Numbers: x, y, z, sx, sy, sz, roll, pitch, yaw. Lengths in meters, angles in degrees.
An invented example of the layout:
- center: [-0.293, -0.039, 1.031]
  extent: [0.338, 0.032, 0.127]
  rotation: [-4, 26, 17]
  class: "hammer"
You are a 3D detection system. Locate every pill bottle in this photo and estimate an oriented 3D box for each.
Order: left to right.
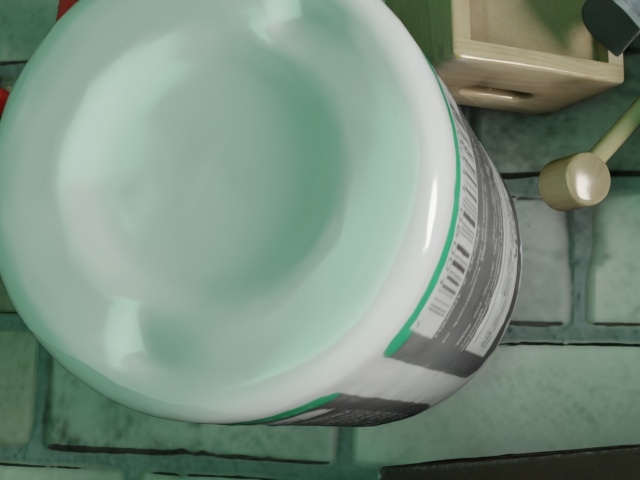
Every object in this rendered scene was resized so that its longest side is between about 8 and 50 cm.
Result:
- center: [0.000, 0.000, 0.621]
  extent: [0.204, 0.361, 0.204]
  rotation: [-3, 80, 15]
  class: "pill bottle"

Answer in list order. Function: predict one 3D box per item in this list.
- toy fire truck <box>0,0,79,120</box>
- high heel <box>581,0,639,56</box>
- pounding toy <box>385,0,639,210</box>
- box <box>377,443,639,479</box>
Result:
- center: [-0.228, -0.091, 0.869]
  extent: [0.135, 0.047, 0.192]
  rotation: [1, 81, 15]
  class: "toy fire truck"
- center: [0.305, -0.108, 0.712]
  extent: [0.186, 0.093, 0.261]
  rotation: [-43, 92, -24]
  class: "high heel"
- center: [0.138, -0.116, 0.739]
  extent: [0.181, 0.094, 0.206]
  rotation: [4, 79, -25]
  class: "pounding toy"
- center: [0.223, 0.192, 0.573]
  extent: [0.381, 0.143, 0.191]
  rotation: [-13, 77, 36]
  class: "box"
